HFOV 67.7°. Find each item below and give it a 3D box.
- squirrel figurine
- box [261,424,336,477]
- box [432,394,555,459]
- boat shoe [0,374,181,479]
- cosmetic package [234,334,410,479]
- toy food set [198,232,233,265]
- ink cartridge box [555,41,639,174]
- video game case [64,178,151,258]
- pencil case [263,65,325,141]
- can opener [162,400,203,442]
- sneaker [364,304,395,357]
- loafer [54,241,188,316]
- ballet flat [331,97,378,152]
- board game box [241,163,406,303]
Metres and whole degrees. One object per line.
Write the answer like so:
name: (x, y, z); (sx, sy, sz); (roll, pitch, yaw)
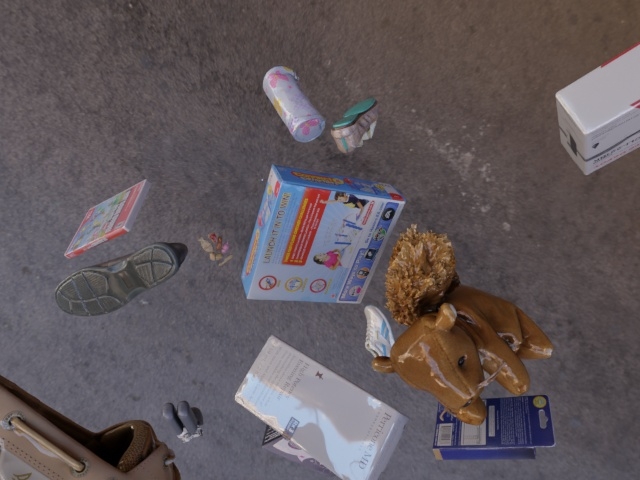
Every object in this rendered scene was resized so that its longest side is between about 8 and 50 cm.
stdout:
squirrel figurine: (0.233, 0.177, 0.977); (0.281, 0.370, 0.397); (-41, 63, 26)
box: (-0.012, 0.550, 1.358); (0.247, 0.142, 0.163); (33, 131, -20)
box: (0.344, 0.372, 0.953); (0.225, 0.136, 0.037); (-14, 110, 26)
boat shoe: (-0.178, 0.227, 0.432); (0.341, 0.121, 0.110); (47, 63, -39)
cosmetic package: (0.000, 0.248, 0.703); (0.230, 0.085, 0.118); (23, 76, 29)
toy food set: (-0.338, 0.021, 1.553); (0.077, 0.019, 0.122); (-36, 123, -15)
ink cartridge box: (0.627, -0.269, 1.013); (0.196, 0.272, 0.114); (-31, 67, 20)
video game case: (-0.655, -0.066, 1.472); (0.285, 0.204, 0.025); (-20, 133, 27)
pencil case: (-0.089, -0.453, 1.582); (0.124, 0.114, 0.273); (-17, 62, -23)
can opener: (-0.376, 0.490, 1.311); (0.074, 0.280, 0.093); (-7, 59, -9)
sneaker: (0.203, 0.344, 1.718); (0.092, 0.087, 0.229); (-17, 80, -20)
loafer: (-0.371, 0.072, 0.909); (0.267, 0.084, 0.096); (-20, 98, 12)
ballet flat: (0.114, -0.352, 1.484); (0.107, 0.316, 0.106); (-7, 117, 31)
board game box: (0.000, 0.000, 1.106); (0.301, 0.086, 0.309); (6, 121, -25)
